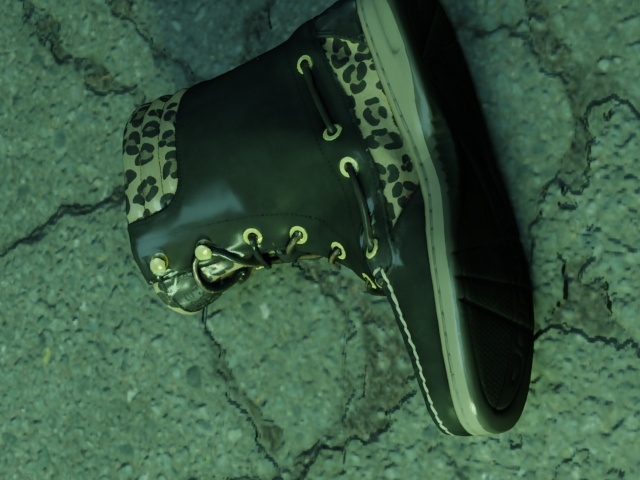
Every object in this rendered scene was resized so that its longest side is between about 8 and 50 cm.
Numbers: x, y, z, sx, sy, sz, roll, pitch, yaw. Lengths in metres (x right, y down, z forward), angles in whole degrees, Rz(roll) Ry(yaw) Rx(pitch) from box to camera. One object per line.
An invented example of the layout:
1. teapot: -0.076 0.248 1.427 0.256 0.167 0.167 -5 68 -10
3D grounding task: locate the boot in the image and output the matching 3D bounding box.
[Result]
1. boot: 0.000 0.000 1.540 0.284 0.138 0.377 -20 76 26
